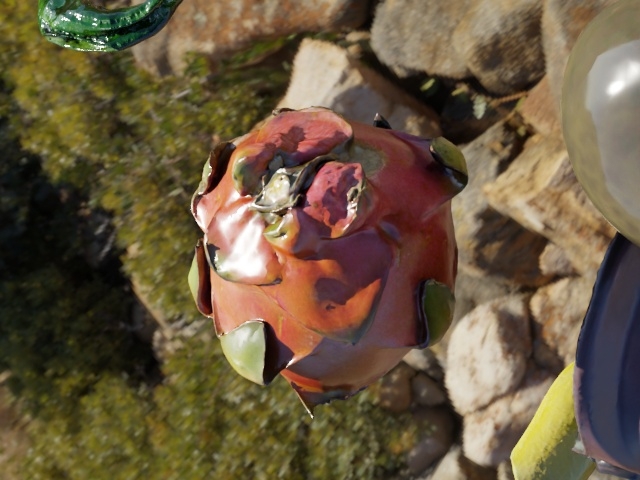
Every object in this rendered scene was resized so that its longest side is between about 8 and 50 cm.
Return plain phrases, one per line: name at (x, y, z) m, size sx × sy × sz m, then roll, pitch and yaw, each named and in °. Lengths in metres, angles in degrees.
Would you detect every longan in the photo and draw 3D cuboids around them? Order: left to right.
longan at (0.257, -0.070, 0.742) m, size 0.212 × 0.198 × 0.198 m, roll 40°, pitch 126°, yaw 31°

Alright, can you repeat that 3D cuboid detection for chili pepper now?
chili pepper at (-0.211, -0.216, 1.102) m, size 0.182 × 0.073 × 0.050 m, roll 6°, pitch 135°, yaw 34°

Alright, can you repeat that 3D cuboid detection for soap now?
soap at (0.236, 0.190, 1.106) m, size 0.089 × 0.033 × 0.168 m, roll 40°, pitch 82°, yaw -7°

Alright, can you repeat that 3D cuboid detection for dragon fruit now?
dragon fruit at (0.001, 0.002, 0.878) m, size 0.224 × 0.224 × 0.227 m, roll 14°, pitch 134°, yaw 21°

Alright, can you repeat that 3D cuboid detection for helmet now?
helmet at (0.333, 0.079, 0.937) m, size 0.197 × 0.338 × 0.271 m, roll 18°, pitch 90°, yaw 21°
